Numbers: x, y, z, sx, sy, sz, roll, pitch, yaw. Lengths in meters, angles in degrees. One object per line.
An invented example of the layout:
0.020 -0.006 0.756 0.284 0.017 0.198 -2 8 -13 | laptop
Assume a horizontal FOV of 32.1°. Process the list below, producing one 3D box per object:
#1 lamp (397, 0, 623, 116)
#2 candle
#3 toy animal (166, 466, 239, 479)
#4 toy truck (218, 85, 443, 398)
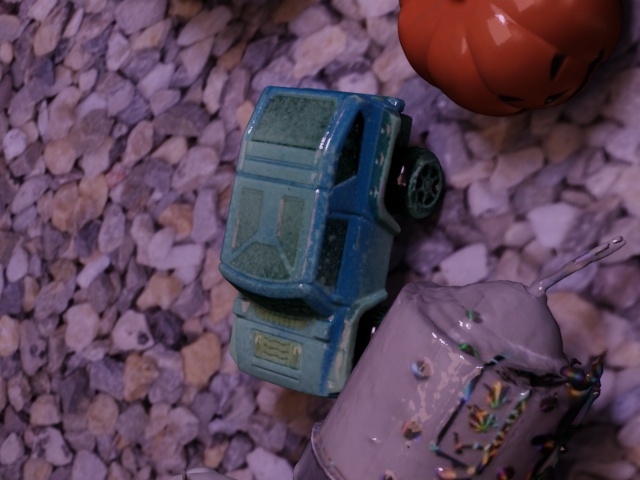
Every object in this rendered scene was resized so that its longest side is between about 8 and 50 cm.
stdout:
0.149 -0.196 0.912 0.187 0.164 0.188 -5 82 40 | lamp
0.121 0.121 0.902 0.187 0.187 0.330 39 108 33 | candle
-0.039 0.319 0.902 0.183 0.310 0.247 -55 18 -1 | toy animal
0.000 0.000 1.019 0.155 0.156 0.279 13 93 38 | toy truck
